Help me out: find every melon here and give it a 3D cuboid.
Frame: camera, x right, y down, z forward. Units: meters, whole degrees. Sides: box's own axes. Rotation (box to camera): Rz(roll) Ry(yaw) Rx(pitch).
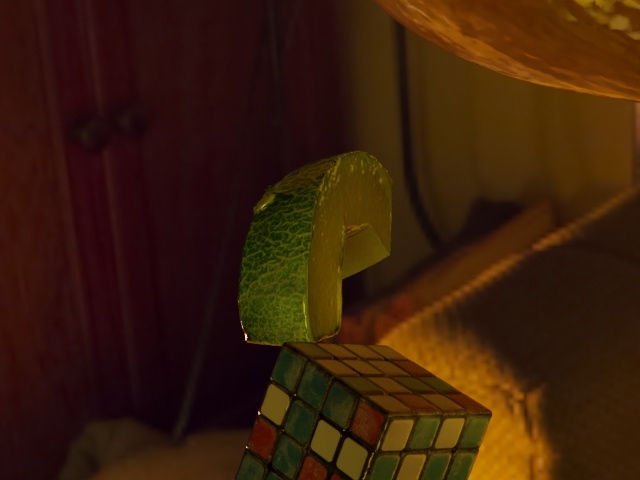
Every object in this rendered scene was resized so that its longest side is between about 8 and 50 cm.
[{"bbox_3d":[0.000,0.000,1.168,0.064,0.118,0.209,-8,9,25],"label":"melon"}]

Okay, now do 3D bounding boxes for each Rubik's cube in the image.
[{"bbox_3d":[0.024,0.117,0.903,0.092,0.092,0.092,5,18,-46],"label":"Rubik's cube"}]

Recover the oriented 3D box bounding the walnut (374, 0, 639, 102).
[{"bbox_3d":[0.138,-0.164,0.776,0.298,0.203,0.203,31,24,0],"label":"walnut"}]
